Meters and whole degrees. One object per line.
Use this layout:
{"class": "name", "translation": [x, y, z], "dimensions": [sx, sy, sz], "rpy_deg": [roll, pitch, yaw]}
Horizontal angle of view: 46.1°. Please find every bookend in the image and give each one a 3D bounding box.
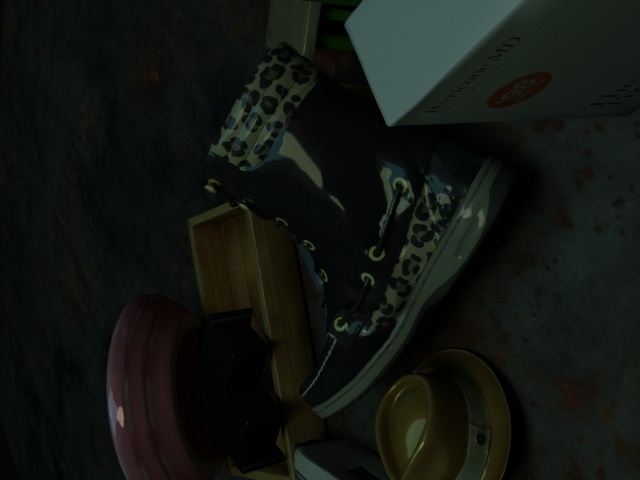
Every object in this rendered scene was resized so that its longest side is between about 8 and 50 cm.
{"class": "bookend", "translation": [-0.102, 0.202, 1.031], "dimensions": [0.156, 0.072, 0.157], "rpy_deg": [40, 126, 43]}

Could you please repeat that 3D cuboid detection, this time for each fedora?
{"class": "fedora", "translation": [0.113, 0.206, 0.806], "dimensions": [0.194, 0.079, 0.194], "rpy_deg": [-33, 46, 44]}

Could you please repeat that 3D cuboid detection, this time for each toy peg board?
{"class": "toy peg board", "translation": [-0.002, -0.311, 0.950], "dimensions": [0.160, 0.079, 0.161], "rpy_deg": [-132, 47, -60]}

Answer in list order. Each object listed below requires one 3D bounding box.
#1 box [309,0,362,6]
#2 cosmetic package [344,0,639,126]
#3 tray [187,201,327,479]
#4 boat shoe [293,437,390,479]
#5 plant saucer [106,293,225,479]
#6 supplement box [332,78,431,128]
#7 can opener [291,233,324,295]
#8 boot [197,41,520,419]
{"class": "box", "translation": [0.013, -0.367, 0.745], "dimensions": [0.127, 0.262, 0.231], "rpy_deg": [-37, 66, 50]}
{"class": "cosmetic package", "translation": [0.234, -0.206, 0.447], "dimensions": [0.377, 0.285, 0.097], "rpy_deg": [-40, 63, 50]}
{"class": "tray", "translation": [-0.097, 0.148, 1.141], "dimensions": [0.203, 0.076, 0.410], "rpy_deg": [-16, 82, 54]}
{"class": "boat shoe", "translation": [0.075, 0.371, 0.900], "dimensions": [0.341, 0.127, 0.158], "rpy_deg": [20, 109, 61]}
{"class": "plant saucer", "translation": [-0.218, 0.243, 1.168], "dimensions": [0.084, 0.332, 0.331], "rpy_deg": [-10, 86, 10]}
{"class": "supplement box", "translation": [0.030, -0.155, 0.913], "dimensions": [0.233, 0.080, 0.078], "rpy_deg": [23, 114, 52]}
{"class": "can opener", "translation": [-0.022, -0.051, 1.027], "dimensions": [0.095, 0.076, 0.283], "rpy_deg": [84, 163, -67]}
{"class": "boot", "translation": [0.000, 0.000, 0.818], "dimensions": [0.284, 0.138, 0.377], "rpy_deg": [34, 126, 4]}
